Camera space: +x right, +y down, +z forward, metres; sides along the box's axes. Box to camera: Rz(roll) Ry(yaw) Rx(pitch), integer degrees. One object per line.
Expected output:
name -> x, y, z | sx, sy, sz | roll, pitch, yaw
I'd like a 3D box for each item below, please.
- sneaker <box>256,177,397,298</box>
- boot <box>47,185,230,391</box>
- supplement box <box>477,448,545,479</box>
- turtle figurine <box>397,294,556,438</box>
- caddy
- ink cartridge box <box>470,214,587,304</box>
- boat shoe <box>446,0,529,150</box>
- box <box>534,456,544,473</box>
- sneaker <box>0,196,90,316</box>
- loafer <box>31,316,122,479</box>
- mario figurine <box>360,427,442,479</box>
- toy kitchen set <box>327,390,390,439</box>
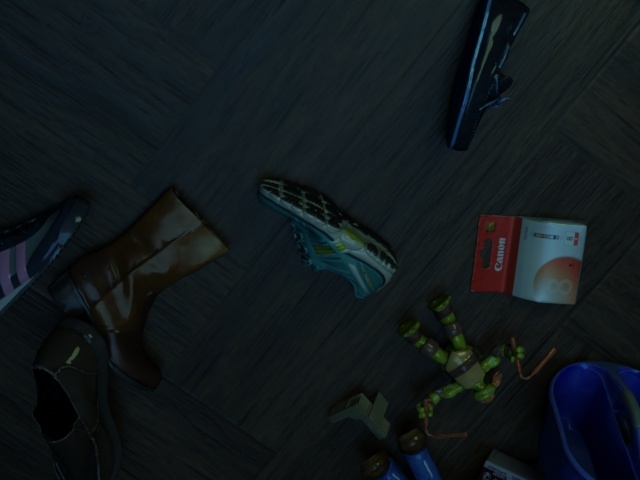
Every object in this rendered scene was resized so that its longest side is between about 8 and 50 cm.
sneaker -> 0.000, 0.000, 1.767 | 0.275, 0.107, 0.110 | 38, 111, -13
boot -> -0.272, 0.087, 1.801 | 0.280, 0.096, 0.264 | -37, 98, 0
supplement box -> 0.322, 0.516, 1.929 | 0.130, 0.073, 0.239 | 23, 106, 15
turtle figurine -> 0.251, 0.201, 1.845 | 0.270, 0.087, 0.217 | -36, 99, 11
caddy -> 0.503, 0.341, 1.783 | 0.241, 0.341, 0.179 | 5, 124, -5
ink cartridge box -> 0.357, 0.031, 1.821 | 0.179, 0.045, 0.145 | 3, 106, -6
boat shoe -> 0.271, -0.261, 1.697 | 0.089, 0.109, 0.258 | 13, 108, -10
box -> 0.440, 0.505, 1.971 | 0.145, 0.038, 0.186 | 17, 106, -8
sneaker -> -0.518, 0.022, 1.738 | 0.319, 0.112, 0.131 | -44, 107, 9
loafer -> -0.428, 0.300, 1.775 | 0.134, 0.130, 0.365 | 16, 125, 25
mario figurine -> 0.208, 0.487, 1.835 | 0.320, 0.170, 0.198 | 54, 133, 13
toy kitchen set -> 0.075, 0.309, 1.895 | 0.075, 0.068, 0.083 | -30, 108, 35
